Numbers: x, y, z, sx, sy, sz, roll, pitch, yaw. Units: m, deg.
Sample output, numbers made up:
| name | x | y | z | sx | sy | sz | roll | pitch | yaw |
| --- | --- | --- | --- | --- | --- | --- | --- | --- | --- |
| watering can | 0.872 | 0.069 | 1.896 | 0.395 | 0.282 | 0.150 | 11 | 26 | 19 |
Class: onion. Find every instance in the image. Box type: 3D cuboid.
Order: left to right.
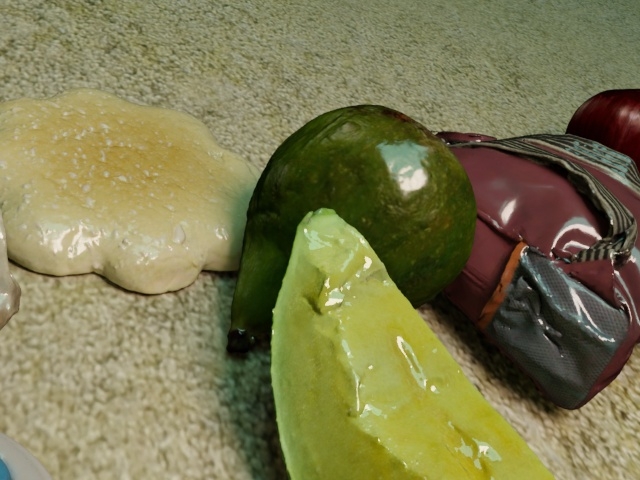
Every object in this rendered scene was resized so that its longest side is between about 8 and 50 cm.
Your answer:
| name | x | y | z | sx | sy | sz | roll | pitch | yaw |
| --- | --- | --- | --- | --- | --- | --- | --- | --- | --- |
| onion | 0.461 | -0.132 | 1.198 | 0.273 | 0.285 | 0.273 | 18 | 6 | -2 |

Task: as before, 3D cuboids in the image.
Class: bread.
| name | x | y | z | sx | sy | sz | roll | pitch | yaw |
| --- | --- | --- | --- | --- | --- | --- | --- | --- | --- |
| bread | -0.195 | -0.063 | 0.887 | 0.316 | 0.054 | 0.316 | 15 | 35 | -11 |

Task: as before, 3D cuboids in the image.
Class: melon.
| name | x | y | z | sx | sy | sz | roll | pitch | yaw |
| --- | --- | --- | --- | --- | --- | --- | --- | --- | --- |
| melon | 0.059 | 0.129 | 0.662 | 0.196 | 0.124 | 0.323 | -6 | 52 | -37 |

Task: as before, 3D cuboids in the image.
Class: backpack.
| name | x | y | z | sx | sy | sz | roll | pitch | yaw |
| --- | --- | --- | --- | --- | --- | --- | --- | --- | --- |
| backpack | 0.223 | -0.013 | 0.932 | 0.317 | 0.197 | 0.283 | 40 | 37 | 27 |

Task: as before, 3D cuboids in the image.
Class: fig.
| name | x | y | z | sx | sy | sz | roll | pitch | yaw |
| --- | --- | --- | --- | --- | --- | --- | --- | --- | --- |
| fig | 0.000 | 0.000 | 0.803 | 0.235 | 0.203 | 0.203 | -30 | 57 | -27 |

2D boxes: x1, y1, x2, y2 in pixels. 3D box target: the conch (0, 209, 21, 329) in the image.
| name | x | y | z | sx | sy | sz | roll | pitch | yaw |
| --- | --- | --- | --- | --- | --- | --- | --- | --- | --- |
| conch | -0.333 | 0.015 | 0.570 | 0.263 | 0.186 | 0.324 | 36 | 63 | -2 |

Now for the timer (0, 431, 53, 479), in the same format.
| name | x | y | z | sx | sy | sz | roll | pitch | yaw |
| --- | --- | --- | --- | --- | --- | --- | --- | --- | --- |
| timer | -0.215 | 0.208 | 0.434 | 0.237 | 0.087 | 0.262 | -12 | 48 | -41 |
